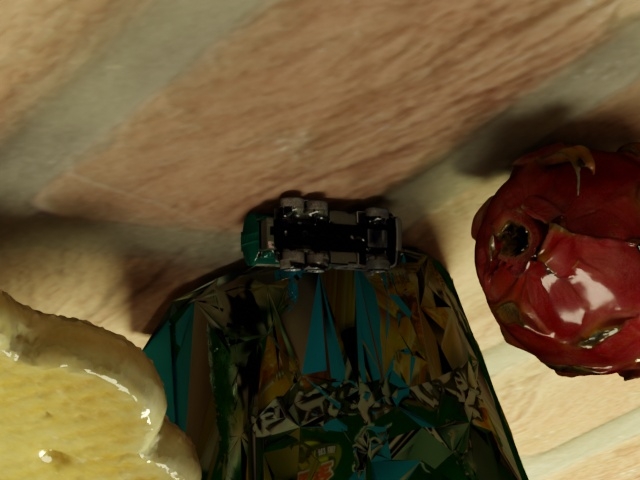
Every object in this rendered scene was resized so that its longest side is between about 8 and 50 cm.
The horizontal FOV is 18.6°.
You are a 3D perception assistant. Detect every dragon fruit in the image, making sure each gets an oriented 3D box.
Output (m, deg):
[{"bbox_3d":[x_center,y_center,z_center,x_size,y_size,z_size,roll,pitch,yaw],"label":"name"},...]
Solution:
[{"bbox_3d":[0.141,0.007,1.052,0.166,0.133,0.136,18,102,-51],"label":"dragon fruit"}]

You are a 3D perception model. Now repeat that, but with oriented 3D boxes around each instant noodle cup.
[{"bbox_3d":[0.011,0.118,1.170,0.240,0.178,0.240,-11,158,-5],"label":"instant noodle cup"}]

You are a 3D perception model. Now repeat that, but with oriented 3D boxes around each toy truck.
[{"bbox_3d":[0.000,0.000,1.077,0.083,0.039,0.044,4,170,-28],"label":"toy truck"}]

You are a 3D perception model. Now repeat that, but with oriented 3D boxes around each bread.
[{"bbox_3d":[-0.213,0.096,1.084,0.316,0.054,0.316,9,146,6],"label":"bread"}]
